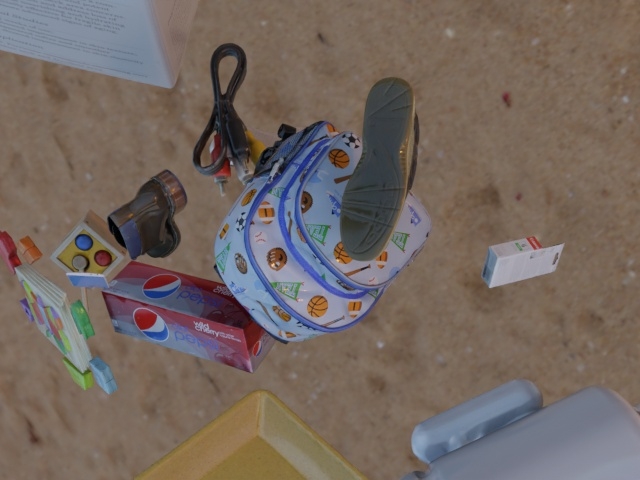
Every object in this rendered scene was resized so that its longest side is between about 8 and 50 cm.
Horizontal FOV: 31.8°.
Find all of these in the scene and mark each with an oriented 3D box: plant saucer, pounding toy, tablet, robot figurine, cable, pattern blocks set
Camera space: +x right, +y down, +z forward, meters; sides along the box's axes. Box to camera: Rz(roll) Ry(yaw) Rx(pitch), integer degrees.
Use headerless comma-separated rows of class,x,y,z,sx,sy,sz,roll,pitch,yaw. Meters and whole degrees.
plant saucer,-0.099,0.437,1.774,0.333,0.332,0.081,38,141,24
pounding toy,-0.471,0.042,2.280,0.130,0.100,0.141,42,108,-15
tablet,-0.332,0.057,1.610,0.083,0.054,0.006,112,161,-75
robot figurine,0.187,0.256,0.954,0.200,0.353,0.300,68,177,-48
cable,-0.169,-0.210,1.989,0.072,0.139,0.287,84,173,-64
pattern blocks set,-0.431,0.119,1.804,0.325,0.026,0.285,15,130,56

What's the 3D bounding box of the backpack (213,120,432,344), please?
backpack,0.000,0.000,1.508,0.276,0.263,0.213,44,155,-9

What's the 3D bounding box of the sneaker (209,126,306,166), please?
sneaker,-0.127,-0.144,2.236,0.104,0.295,0.147,52,124,21

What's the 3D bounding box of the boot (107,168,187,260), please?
boot,-0.257,-0.016,1.588,0.082,0.106,0.219,49,154,14

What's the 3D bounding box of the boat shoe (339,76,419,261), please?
boat shoe,0.081,-0.081,1.354,0.080,0.073,0.224,8,85,27

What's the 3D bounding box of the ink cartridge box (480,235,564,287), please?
ink cartridge box,0.295,0.027,1.643,0.063,0.115,0.029,98,152,-44

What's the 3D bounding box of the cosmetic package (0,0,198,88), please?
cosmetic package,-0.350,-0.470,1.684,0.329,0.328,0.394,14,168,0

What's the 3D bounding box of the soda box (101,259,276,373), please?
soda box,-0.197,0.111,1.699,0.263,0.083,0.092,13,132,26
